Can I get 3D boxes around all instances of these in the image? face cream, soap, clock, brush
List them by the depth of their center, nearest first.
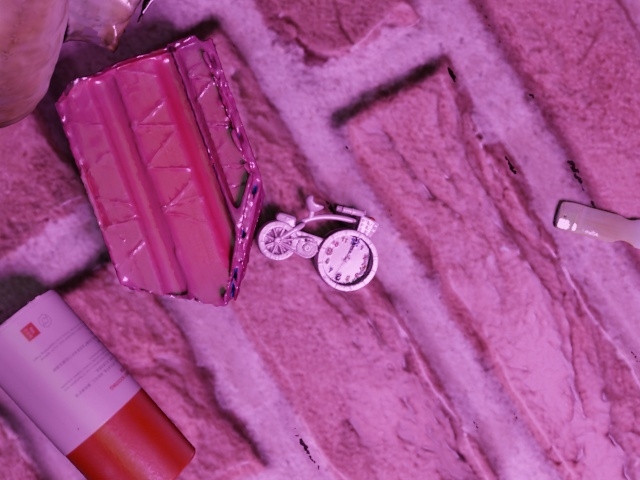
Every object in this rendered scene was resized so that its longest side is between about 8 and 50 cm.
[{"bbox_3d":[-0.226,0.158,0.714,0.096,0.096,0.214,-41,93,-4],"label":"face cream"},{"bbox_3d":[-0.141,-0.053,0.720,0.162,0.099,0.250,-18,91,-5],"label":"soap"},{"bbox_3d":[0.000,0.000,0.761,0.129,0.041,0.087,17,92,-10],"label":"clock"},{"bbox_3d":[0.343,-0.007,0.797,0.178,0.030,0.033,13,99,-5],"label":"brush"}]

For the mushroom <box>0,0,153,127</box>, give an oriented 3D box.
[{"bbox_3d":[-0.260,-0.256,0.605,0.260,0.352,0.352,24,88,-25],"label":"mushroom"}]
